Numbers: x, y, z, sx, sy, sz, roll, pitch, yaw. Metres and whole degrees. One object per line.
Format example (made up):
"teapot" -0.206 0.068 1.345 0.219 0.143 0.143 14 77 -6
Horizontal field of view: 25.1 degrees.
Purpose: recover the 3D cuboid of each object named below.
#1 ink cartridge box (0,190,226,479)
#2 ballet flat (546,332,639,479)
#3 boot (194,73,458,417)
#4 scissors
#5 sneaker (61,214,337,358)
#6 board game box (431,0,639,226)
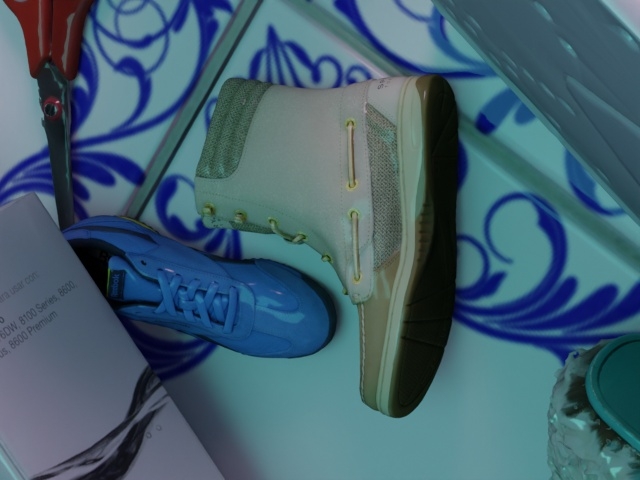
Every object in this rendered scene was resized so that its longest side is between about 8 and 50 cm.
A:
"ink cartridge box" -0.219 0.207 0.978 0.285 0.166 0.395 -28 98 32
"ballet flat" 0.287 0.208 0.786 0.409 0.147 0.147 42 116 28
"boot" 0.000 0.000 0.918 0.165 0.077 0.213 4 90 25
"scissors" -0.198 -0.114 1.034 0.109 0.021 0.297 16 108 20
"sneaker" -0.093 0.038 0.976 0.209 0.082 0.069 18 106 21
"board game box" 0.177 -0.041 0.668 0.050 0.390 0.390 -42 79 3
